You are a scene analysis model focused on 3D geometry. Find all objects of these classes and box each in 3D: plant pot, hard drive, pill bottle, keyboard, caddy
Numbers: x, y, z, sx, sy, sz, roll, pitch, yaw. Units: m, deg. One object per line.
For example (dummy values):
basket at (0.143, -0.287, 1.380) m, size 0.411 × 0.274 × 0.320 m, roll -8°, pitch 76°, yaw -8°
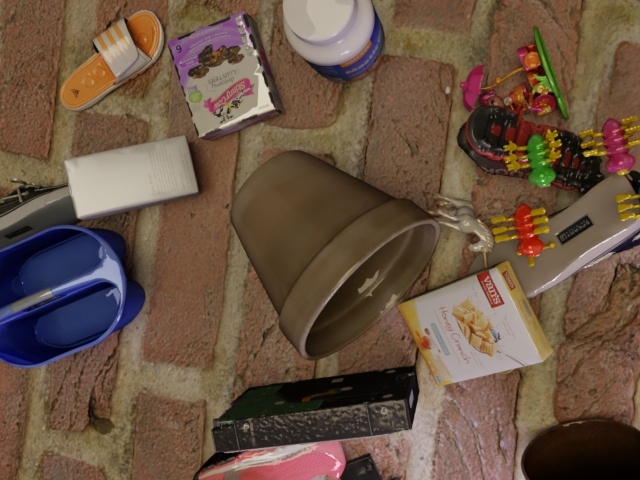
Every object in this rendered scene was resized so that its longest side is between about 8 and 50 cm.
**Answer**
plant pot at (0.000, 0.000, 1.221) m, size 0.280 × 0.323 × 0.323 m, roll 45°, pitch 100°, yaw 23°
hard drive at (0.001, 0.300, 1.247) m, size 0.339 × 0.237 × 0.064 m, roll -9°, pitch 91°, yaw 11°
pill bottle at (0.023, -0.365, 1.188) m, size 0.153 × 0.272 × 0.152 m, roll 1°, pitch 94°, yaw 11°
keyboard at (0.115, 0.501, 1.346) m, size 0.108 × 0.023 × 0.180 m, roll -26°, pitch 89°, yaw 18°
plant pot at (0.480, 0.465, 1.196) m, size 0.216 × 0.215 × 0.230 m, roll -16°, pitch 105°, yaw 11°
caddy at (-0.519, 0.107, 1.368) m, size 0.342 × 0.179 × 0.241 m, roll -23°, pitch 88°, yaw 12°

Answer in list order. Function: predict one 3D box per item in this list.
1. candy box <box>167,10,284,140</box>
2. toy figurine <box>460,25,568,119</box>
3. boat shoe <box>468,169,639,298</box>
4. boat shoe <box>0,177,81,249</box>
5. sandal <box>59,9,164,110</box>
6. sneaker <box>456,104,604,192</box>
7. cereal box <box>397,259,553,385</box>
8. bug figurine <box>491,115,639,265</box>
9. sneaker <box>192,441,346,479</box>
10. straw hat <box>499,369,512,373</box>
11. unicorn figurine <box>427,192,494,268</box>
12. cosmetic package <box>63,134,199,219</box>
candy box at (-0.180, -0.310, 1.333) m, size 0.165 × 0.070 × 0.196 m, roll -19°, pitch 89°, yaw 11°
toy figurine at (0.333, -0.265, 1.233) m, size 0.159 × 0.130 × 0.173 m, roll -19°, pitch 114°, yaw 25°
boat shoe at (0.432, 0.015, 1.202) m, size 0.341 × 0.158 × 0.127 m, roll -33°, pitch 61°, yaw 31°
boat shoe at (-0.587, -0.069, 1.409) m, size 0.306 × 0.113 × 0.104 m, roll -25°, pitch 69°, yaw 5°
sandal at (-0.422, -0.350, 1.375) m, size 0.265 × 0.076 × 0.102 m, roll -38°, pitch 86°, yaw 11°
sneaker at (0.361, -0.154, 1.225) m, size 0.276 × 0.135 × 0.097 m, roll 18°, pitch 84°, yaw -13°
cereal box at (0.263, 0.151, 1.219) m, size 0.240 × 0.047 × 0.173 m, roll -30°, pitch 85°, yaw 48°
bug figurine at (0.409, -0.078, 1.085) m, size 0.279 × 0.072 × 0.216 m, roll -10°, pitch 81°, yaw 33°
sneaker at (-0.097, 0.443, 1.336) m, size 0.314 × 0.116 × 0.136 m, roll -22°, pitch 90°, yaw 11°
straw hat at (0.319, 0.165, 1.263) m, size 0.061 × 0.144 × 0.144 m, roll -23°, pitch 88°, yaw -33°
unicorn figurine at (0.249, -0.033, 1.229) m, size 0.111 × 0.161 × 0.060 m, roll 14°, pitch 135°, yaw -5°
cosmetic package at (-0.357, -0.119, 1.332) m, size 0.231 × 0.085 × 0.117 m, roll -12°, pitch 89°, yaw -9°
